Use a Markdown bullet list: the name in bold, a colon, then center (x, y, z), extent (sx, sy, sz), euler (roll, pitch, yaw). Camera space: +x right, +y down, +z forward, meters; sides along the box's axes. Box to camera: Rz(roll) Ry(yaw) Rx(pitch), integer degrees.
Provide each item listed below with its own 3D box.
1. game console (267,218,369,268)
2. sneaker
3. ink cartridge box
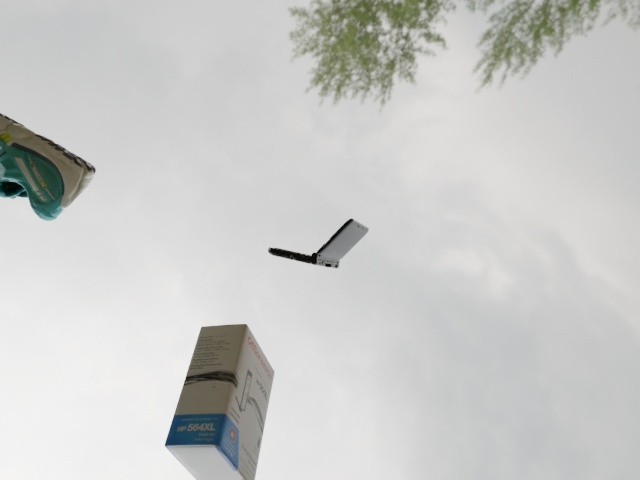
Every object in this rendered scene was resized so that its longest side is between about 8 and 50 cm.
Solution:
- **game console**: center (0.000, 0.000, 0.748), extent (0.122, 0.107, 0.071), euler (19, -97, -72)
- **sneaker**: center (-0.455, -0.119, 0.772), extent (0.275, 0.107, 0.110), euler (27, -97, 23)
- **ink cartridge box**: center (-0.144, 0.251, 0.819), extent (0.203, 0.085, 0.148), euler (-82, -21, -45)
